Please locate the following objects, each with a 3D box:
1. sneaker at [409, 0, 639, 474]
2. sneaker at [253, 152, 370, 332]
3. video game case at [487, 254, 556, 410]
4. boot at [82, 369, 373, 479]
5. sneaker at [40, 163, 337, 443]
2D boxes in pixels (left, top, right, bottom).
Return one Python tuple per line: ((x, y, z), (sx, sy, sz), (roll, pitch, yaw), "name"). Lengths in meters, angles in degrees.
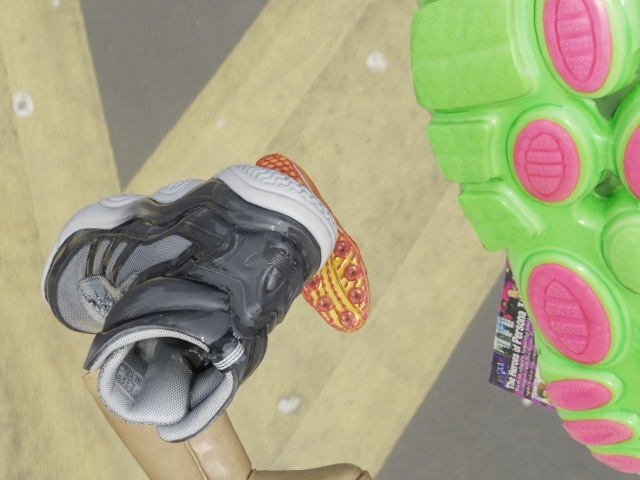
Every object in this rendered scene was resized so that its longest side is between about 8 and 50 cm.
((0.178, -0.065, 0.812), (0.185, 0.483, 0.202), (9, 50, 26), "sneaker")
((0.000, 0.000, 1.333), (0.064, 0.067, 0.175), (-29, 73, 11), "sneaker")
((0.243, 0.054, 1.188), (0.210, 0.232, 0.042), (19, 40, 21), "video game case")
((-0.103, 0.214, 1.692), (0.236, 0.089, 0.269), (-28, 90, 3), "boot")
((-0.115, 0.048, 0.966), (0.101, 0.268, 0.153), (45, 51, -25), "sneaker")
